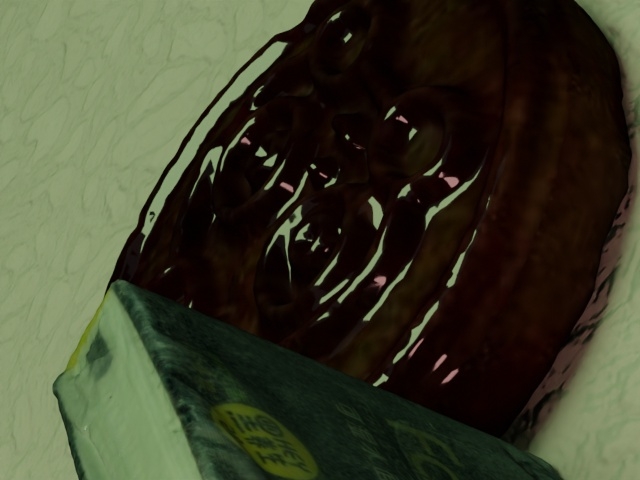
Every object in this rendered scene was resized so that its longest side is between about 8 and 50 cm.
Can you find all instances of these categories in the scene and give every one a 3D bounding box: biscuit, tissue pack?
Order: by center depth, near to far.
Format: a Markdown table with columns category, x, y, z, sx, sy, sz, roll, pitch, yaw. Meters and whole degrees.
| category | x | y | z | sx | sy | sz | roll | pitch | yaw |
| --- | --- | --- | --- | --- | --- | --- | --- | --- | --- |
| tissue pack | 0.020 | 0.130 | 0.747 | 0.081 | 0.257 | 0.185 | -56 | 31 | 15 |
| biscuit | 0.000 | 0.000 | 1.026 | 0.407 | 0.091 | 0.407 | -35 | 38 | 33 |
